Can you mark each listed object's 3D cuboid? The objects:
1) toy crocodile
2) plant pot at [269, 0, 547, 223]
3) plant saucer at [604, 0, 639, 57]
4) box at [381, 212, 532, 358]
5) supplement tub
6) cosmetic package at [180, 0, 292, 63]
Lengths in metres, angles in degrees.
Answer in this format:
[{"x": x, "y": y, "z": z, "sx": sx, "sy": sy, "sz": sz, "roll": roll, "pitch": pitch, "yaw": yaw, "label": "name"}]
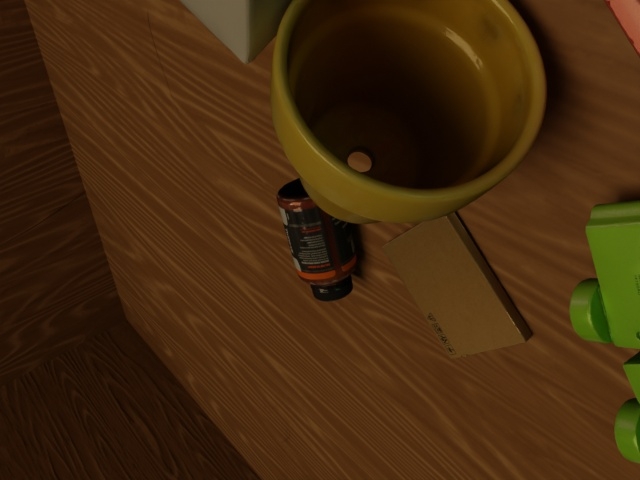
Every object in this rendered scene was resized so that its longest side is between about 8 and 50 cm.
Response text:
[{"x": 0.341, "y": 0.120, "z": 0.566, "sx": 0.115, "sy": 0.105, "sz": 0.340, "roll": -13, "pitch": 99, "yaw": 59, "label": "toy crocodile"}, {"x": 0.067, "y": -0.125, "z": 0.633, "sx": 0.254, "sy": 0.254, "sz": 0.239, "roll": 56, "pitch": 164, "yaw": 8, "label": "plant pot"}, {"x": 0.230, "y": -0.165, "z": 0.381, "sx": 0.048, "sy": 0.258, "sz": 0.259, "roll": -32, "pitch": 87, "yaw": 25, "label": "plant saucer"}, {"x": 0.183, "y": 0.066, "z": 0.820, "sx": 0.201, "sy": 0.021, "sz": 0.164, "roll": 59, "pitch": 150, "yaw": 4, "label": "box"}, {"x": 0.000, "y": 0.000, "z": 0.953, "sx": 0.106, "sy": 0.106, "sz": 0.197, "roll": 18, "pitch": 129, "yaw": 49, "label": "supplement tub"}, {"x": -0.034, "y": -0.329, "z": 0.429, "sx": 0.156, "sy": 0.217, "sz": 0.385, "roll": 44, "pitch": 166, "yaw": 1, "label": "cosmetic package"}]
